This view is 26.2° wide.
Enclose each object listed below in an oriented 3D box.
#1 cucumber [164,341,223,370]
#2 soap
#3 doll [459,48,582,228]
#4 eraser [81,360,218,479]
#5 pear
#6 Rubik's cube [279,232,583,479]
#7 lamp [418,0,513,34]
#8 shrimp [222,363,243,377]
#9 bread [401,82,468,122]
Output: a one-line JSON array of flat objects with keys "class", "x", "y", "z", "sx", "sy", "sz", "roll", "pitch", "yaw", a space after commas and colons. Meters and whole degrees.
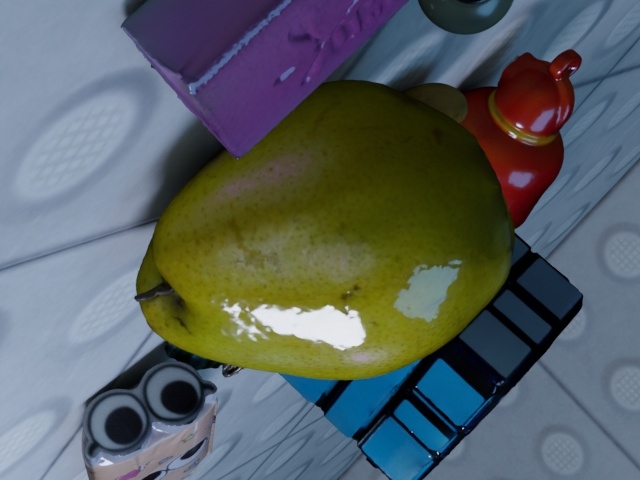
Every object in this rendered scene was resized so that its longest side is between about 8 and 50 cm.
[{"class": "cucumber", "x": -0.116, "y": 0.098, "z": 1.603, "sx": 0.116, "sy": 0.062, "sz": 0.115, "roll": -32, "pitch": 167, "yaw": -32}, {"class": "soap", "x": -0.006, "y": -0.189, "z": 0.996, "sx": 0.259, "sy": 0.081, "sz": 0.181, "roll": -42, "pitch": 166, "yaw": -3}, {"class": "doll", "x": 0.208, "y": -0.098, "z": 1.696, "sx": 0.182, "sy": 0.160, "sz": 0.363, "roll": -18, "pitch": 150, "yaw": -47}, {"class": "eraser", "x": -0.215, "y": 0.246, "z": 1.695, "sx": 0.171, "sy": 0.087, "sz": 0.290, "roll": -28, "pitch": 162, "yaw": -17}, {"class": "pear", "x": 0.009, "y": 0.010, "z": 1.244, "sx": 0.336, "sy": 0.285, "sz": 0.285, "roll": -40, "pitch": 166, "yaw": -5}, {"class": "Rubik's cube", "x": 0.150, "y": 0.130, "z": 1.933, "sx": 0.293, "sy": 0.283, "sz": 0.288, "roll": -41, "pitch": 170, "yaw": -47}, {"class": "lamp", "x": 0.129, "y": -0.229, "z": 1.271, "sx": 0.091, "sy": 0.091, "sz": 0.163, "roll": -42, "pitch": 180, "yaw": -2}, {"class": "shrimp", "x": -0.040, "y": 0.081, "z": 1.782, "sx": 0.251, "sy": 0.052, "sz": 0.143, "roll": -43, "pitch": 170, "yaw": 0}, {"class": "bread", "x": 0.082, "y": -0.112, "z": 1.489, "sx": 0.189, "sy": 0.077, "sz": 0.114, "roll": -38, "pitch": -175, "yaw": -23}]
